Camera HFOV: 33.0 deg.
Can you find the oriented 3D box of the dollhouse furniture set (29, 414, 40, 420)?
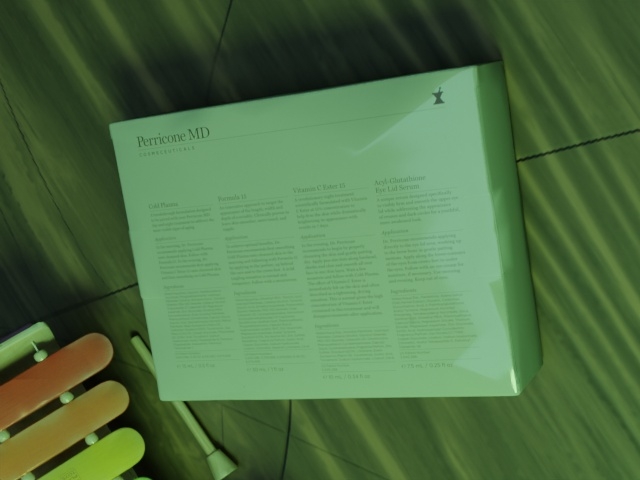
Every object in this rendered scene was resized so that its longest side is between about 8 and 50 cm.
[{"bbox_3d":[-0.354,0.309,1.190,0.259,0.135,0.262,32,92,-3],"label":"dollhouse furniture set"}]

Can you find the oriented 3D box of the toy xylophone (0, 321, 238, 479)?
[{"bbox_3d":[-0.234,0.225,1.118,0.236,0.081,0.323,-39,85,-16],"label":"toy xylophone"}]

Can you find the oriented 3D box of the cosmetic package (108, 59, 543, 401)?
[{"bbox_3d":[0.000,0.000,1.016,0.377,0.097,0.285,-5,101,26],"label":"cosmetic package"}]
